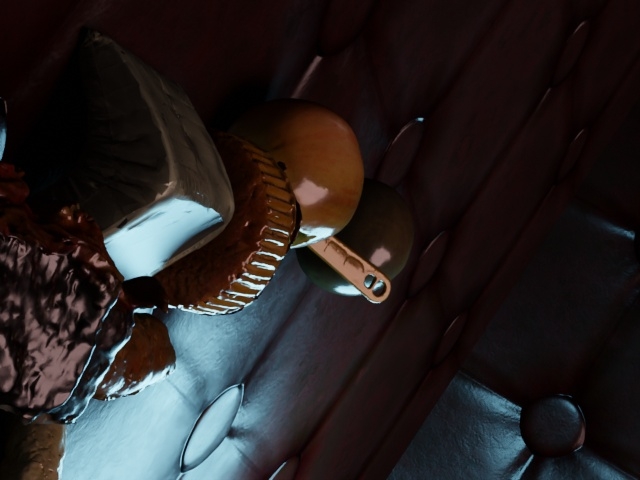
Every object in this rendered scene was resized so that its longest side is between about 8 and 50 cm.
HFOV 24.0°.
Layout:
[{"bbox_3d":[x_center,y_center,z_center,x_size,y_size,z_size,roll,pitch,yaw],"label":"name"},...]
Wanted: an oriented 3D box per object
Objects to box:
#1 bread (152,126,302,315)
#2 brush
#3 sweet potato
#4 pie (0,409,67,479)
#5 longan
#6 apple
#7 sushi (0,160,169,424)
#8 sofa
[{"bbox_3d":[-0.127,-0.021,1.562,0.199,0.199,0.104,-61,159,6],"label":"bread"},{"bbox_3d":[0.000,0.000,1.929,0.272,0.013,0.103,39,80,-31],"label":"brush"},{"bbox_3d":[-0.205,0.116,1.539,0.095,0.106,0.354,-58,178,2],"label":"sweet potato"},{"bbox_3d":[-0.316,0.273,1.542,0.337,0.075,0.337,-164,-90,-80],"label":"pie"},{"bbox_3d":[0.047,-0.006,2.069,0.167,0.167,0.187,-63,165,12],"label":"longan"},{"bbox_3d":[-0.041,-0.076,1.728,0.199,0.199,0.199,-49,159,-26],"label":"apple"},{"bbox_3d":[-0.269,0.035,1.190,0.182,0.196,0.343,-53,145,7],"label":"sushi"},{"bbox_3d":[-0.221,-0.055,1.435,0.225,0.176,0.210,-32,165,11],"label":"sofa"}]
